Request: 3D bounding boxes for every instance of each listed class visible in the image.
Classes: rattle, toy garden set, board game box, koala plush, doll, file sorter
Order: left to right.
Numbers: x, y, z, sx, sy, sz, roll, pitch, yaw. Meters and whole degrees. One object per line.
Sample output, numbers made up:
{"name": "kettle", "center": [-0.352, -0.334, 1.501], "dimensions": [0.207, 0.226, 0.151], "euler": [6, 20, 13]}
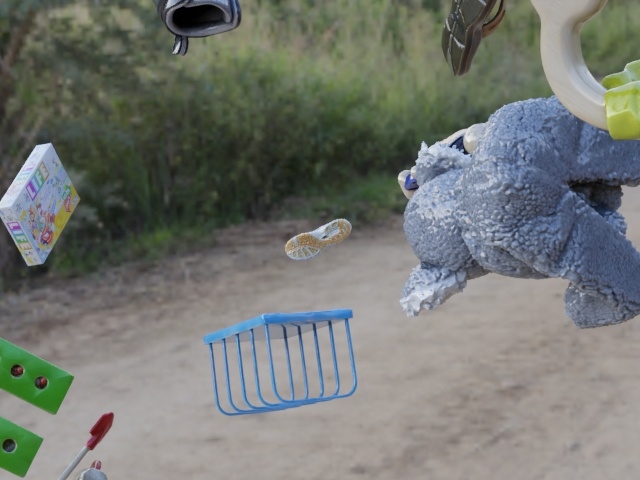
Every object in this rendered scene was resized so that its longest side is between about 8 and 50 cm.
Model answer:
{"name": "toy garden set", "center": [-0.304, 0.240, 1.184], "dimensions": [0.204, 0.244, 0.049], "euler": [31, -22, -18]}
{"name": "board game box", "center": [-0.400, -0.052, 1.732], "dimensions": [0.026, 0.103, 0.154], "euler": [-8, 36, 20]}
{"name": "file sorter", "center": [-0.048, 0.148, 1.455], "dimensions": [0.118, 0.104, 0.170], "euler": [-1, -11, -30]}
{"name": "doll", "center": [0.154, -0.099, 1.405], "dimensions": [0.129, 0.046, 0.189], "euler": [-32, -2, -19]}
{"name": "koala plush", "center": [0.159, -0.025, 1.103], "dimensions": [0.203, 0.196, 0.221], "euler": [19, -20, -36]}
{"name": "rattle", "center": [0.214, -0.175, 0.856], "dimensions": [0.143, 0.199, 0.130], "euler": [-26, -16, -36]}

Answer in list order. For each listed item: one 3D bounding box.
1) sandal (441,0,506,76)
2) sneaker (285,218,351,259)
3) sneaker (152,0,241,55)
{"name": "sandal", "center": [0.210, -0.297, 1.591], "dimensions": [0.060, 0.090, 0.219], "euler": [-11, -32, -13]}
{"name": "sneaker", "center": [0.000, 0.000, 1.425], "dimensions": [0.083, 0.032, 0.037], "euler": [-21, 0, 13]}
{"name": "sneaker", "center": [-0.113, -0.331, 1.370], "dimensions": [0.101, 0.268, 0.153], "euler": [11, 44, -28]}
